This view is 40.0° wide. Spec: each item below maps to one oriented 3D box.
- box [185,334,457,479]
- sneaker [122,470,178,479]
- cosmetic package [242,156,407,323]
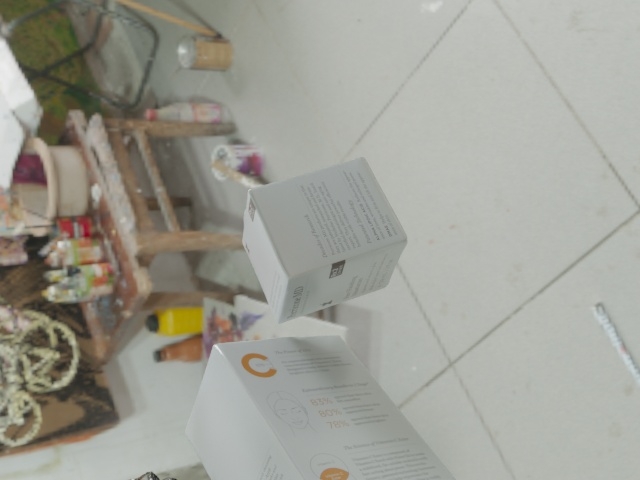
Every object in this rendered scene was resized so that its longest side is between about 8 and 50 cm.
[{"bbox_3d":[-0.001,0.298,1.158,0.345,0.215,0.168,49,127,43],"label":"box"},{"bbox_3d":[-0.132,0.338,0.714,0.447,0.169,0.257,95,171,-55],"label":"sneaker"},{"bbox_3d":[0.000,0.000,1.258,0.151,0.184,0.151,104,144,-60],"label":"cosmetic package"}]
